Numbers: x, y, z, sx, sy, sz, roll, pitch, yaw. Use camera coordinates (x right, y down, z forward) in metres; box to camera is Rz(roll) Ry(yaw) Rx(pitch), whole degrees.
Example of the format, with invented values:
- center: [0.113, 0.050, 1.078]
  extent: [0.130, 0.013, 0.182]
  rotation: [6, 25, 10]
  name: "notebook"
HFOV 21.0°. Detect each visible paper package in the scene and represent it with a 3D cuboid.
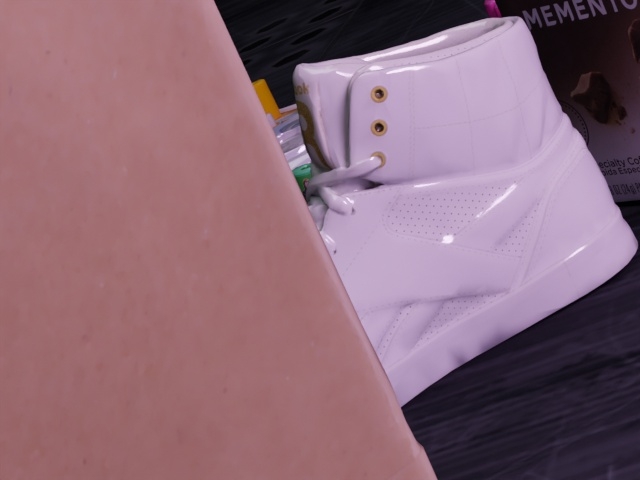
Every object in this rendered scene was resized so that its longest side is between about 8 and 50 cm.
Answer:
- center: [-0.141, 0.112, 0.413]
  extent: [0.325, 0.309, 0.168]
  rotation: [-36, 22, -31]
  name: "paper package"

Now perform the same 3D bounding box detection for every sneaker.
- center: [0.000, 0.000, 0.848]
  extent: [0.292, 0.169, 0.108]
  rotation: [-31, 17, -15]
  name: "sneaker"

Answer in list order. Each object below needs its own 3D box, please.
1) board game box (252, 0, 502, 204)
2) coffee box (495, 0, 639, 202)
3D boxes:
- center: [-0.028, -0.077, 1.392]
  extent: [0.390, 0.050, 0.390]
  rotation: [-15, 18, 36]
  name: "board game box"
- center: [0.238, -0.124, 0.872]
  extent: [0.119, 0.168, 0.297]
  rotation: [-35, 18, -31]
  name: "coffee box"
